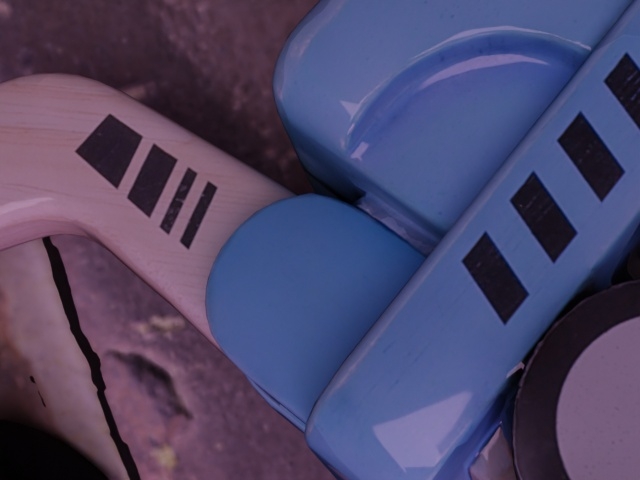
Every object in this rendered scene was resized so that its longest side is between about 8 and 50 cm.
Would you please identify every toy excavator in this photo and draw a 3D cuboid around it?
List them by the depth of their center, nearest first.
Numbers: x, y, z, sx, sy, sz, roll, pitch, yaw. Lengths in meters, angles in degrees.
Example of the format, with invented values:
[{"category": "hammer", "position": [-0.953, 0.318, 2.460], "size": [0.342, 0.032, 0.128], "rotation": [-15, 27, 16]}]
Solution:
[{"category": "toy excavator", "position": [0.000, 0.000, 0.686], "size": [0.445, 0.222, 0.433], "rotation": [37, 82, 19]}]

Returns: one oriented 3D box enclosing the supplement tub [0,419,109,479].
[{"category": "supplement tub", "position": [-0.181, 0.188, 0.792], "size": [0.106, 0.106, 0.198], "rotation": [37, 102, -2]}]
